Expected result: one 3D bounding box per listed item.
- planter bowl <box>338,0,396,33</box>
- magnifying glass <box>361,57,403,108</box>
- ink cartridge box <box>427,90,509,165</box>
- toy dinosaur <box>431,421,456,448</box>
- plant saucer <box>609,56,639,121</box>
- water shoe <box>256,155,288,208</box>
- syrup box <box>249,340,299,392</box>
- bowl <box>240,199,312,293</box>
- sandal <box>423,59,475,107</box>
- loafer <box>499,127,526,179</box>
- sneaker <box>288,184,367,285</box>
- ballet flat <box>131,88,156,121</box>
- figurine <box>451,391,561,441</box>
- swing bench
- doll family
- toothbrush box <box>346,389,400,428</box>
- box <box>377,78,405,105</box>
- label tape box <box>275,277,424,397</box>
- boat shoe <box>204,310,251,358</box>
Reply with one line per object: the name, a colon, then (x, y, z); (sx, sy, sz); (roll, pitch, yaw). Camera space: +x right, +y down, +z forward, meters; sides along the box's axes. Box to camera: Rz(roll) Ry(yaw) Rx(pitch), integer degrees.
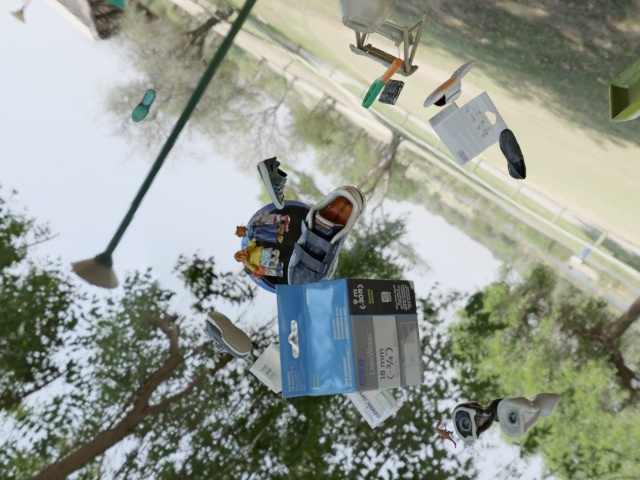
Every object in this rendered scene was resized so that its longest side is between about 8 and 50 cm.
planter bowl: (0.117, -0.627, 1.593); (0.162, 0.109, 0.162); (16, -176, -1)
magnifying glass: (0.174, -0.449, 1.686); (0.026, 0.092, 0.231); (27, 159, -9)
ink cartridge box: (0.650, -0.494, 2.567); (0.296, 0.261, 0.066); (40, -157, -41)
toy dinosaur: (0.402, 0.616, 1.902); (0.082, 0.047, 0.090); (32, -168, -45)
plant saucer: (0.727, -0.355, 1.297); (0.045, 0.188, 0.188); (35, -135, -7)
water shoe: (-0.133, -0.176, 1.855); (0.073, 0.080, 0.203); (60, 175, 38)
syrup box: (-0.095, 0.331, 1.573); (0.093, 0.096, 0.237); (39, 179, 13)
bowl: (-0.125, 0.030, 2.390); (0.391, 0.391, 0.077); (33, 170, -23)
sandal: (0.494, -0.561, 2.177); (0.076, 0.265, 0.102); (50, 168, -15)
loafer: (0.758, -0.335, 2.308); (0.223, 0.076, 0.078); (63, 170, -30)
sneaker: (0.000, 0.000, 1.496); (0.126, 0.321, 0.127); (29, -174, 15)
ballet flat: (-0.535, -0.409, 1.801); (0.041, 0.114, 0.041); (34, -174, -4)
figurine: (0.476, 0.428, 1.488); (0.209, 0.215, 0.092); (-2, -106, -45)
swing bench: (0.258, -0.792, 2.325); (0.253, 0.165, 0.254); (31, 145, 22)
doll family: (-0.210, 0.003, 1.979); (0.163, 0.263, 0.118); (2, 164, 20)
toothbrush box: (0.161, 0.533, 2.171); (0.216, 0.126, 0.295); (53, 179, 2)
box: (0.235, -0.493, 1.963); (0.018, 0.083, 0.067); (26, 179, -44)
label tape box: (0.073, 0.208, 1.287); (0.334, 0.240, 0.106); (5, 165, -41)
boat shoe: (-0.313, 0.325, 1.953); (0.095, 0.079, 0.254); (0, -156, -43)
